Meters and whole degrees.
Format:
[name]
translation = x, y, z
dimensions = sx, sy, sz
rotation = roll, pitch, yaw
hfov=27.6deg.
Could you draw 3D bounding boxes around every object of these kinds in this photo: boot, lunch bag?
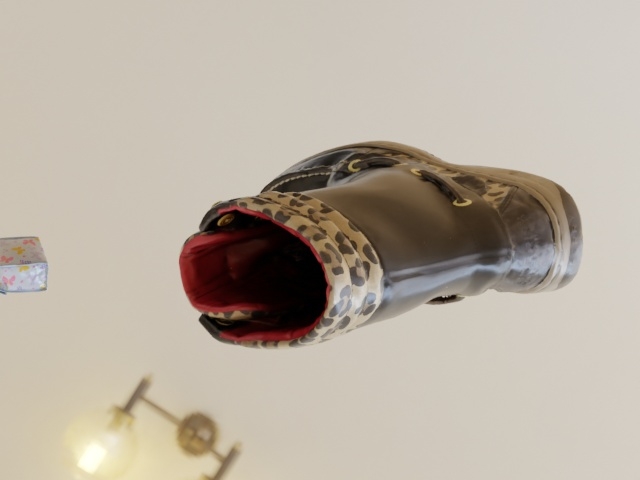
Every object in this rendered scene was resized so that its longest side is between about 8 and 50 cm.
[boot]
translation = 0.000, 0.000, 1.140
dimensions = 0.284, 0.138, 0.377
rotation = -12, -163, -41
[lunch bag]
translation = -0.385, 0.032, 1.616
dimensions = 0.083, 0.053, 0.071
rotation = -2, -150, -25
